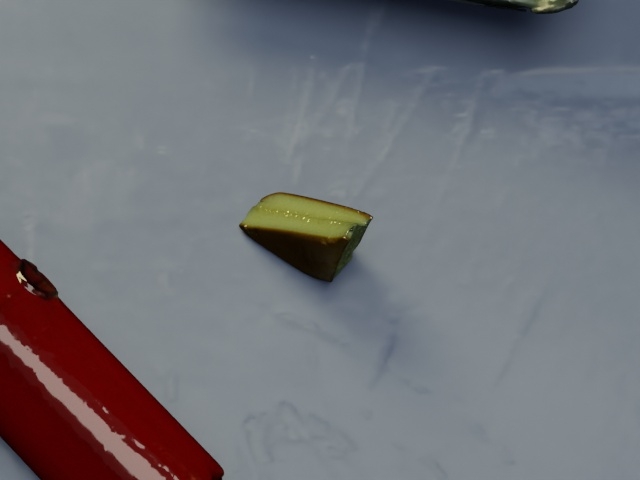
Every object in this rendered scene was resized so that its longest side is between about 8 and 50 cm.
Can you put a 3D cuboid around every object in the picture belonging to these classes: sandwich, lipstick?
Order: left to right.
[{"bbox_3d":[-0.165,0.040,0.911,0.073,0.073,0.280,-43,81,-14],"label":"lipstick"},{"bbox_3d":[0.000,0.000,0.951,0.083,0.044,0.031,15,61,46],"label":"sandwich"}]

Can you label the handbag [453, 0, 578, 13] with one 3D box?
[{"bbox_3d":[0.041,-0.262,0.957,0.247,0.079,0.260,12,102,1],"label":"handbag"}]
